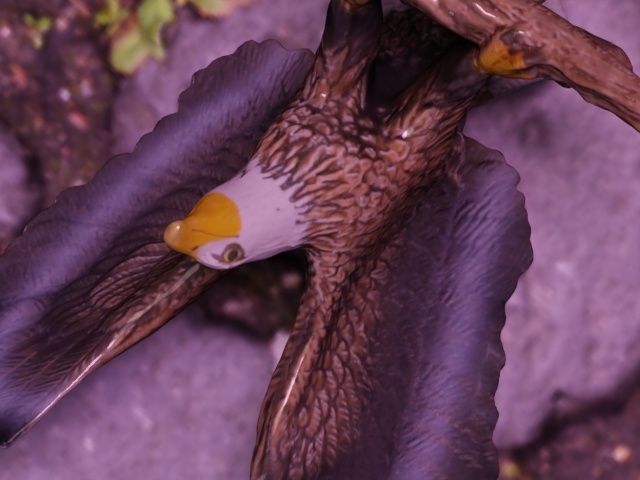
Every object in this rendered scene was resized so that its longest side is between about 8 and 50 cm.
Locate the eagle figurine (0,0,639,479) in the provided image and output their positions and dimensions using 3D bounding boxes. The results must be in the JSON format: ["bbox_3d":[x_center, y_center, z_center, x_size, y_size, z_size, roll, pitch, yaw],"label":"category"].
[{"bbox_3d":[-0.009,0.000,0.788,0.298,0.225,0.226,-62,35,29],"label":"eagle figurine"}]
